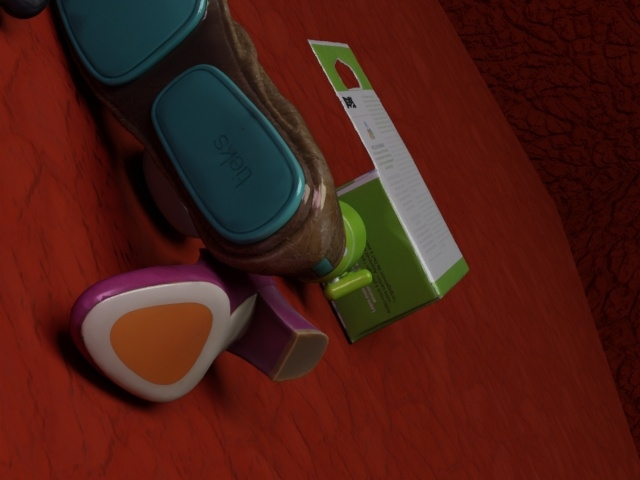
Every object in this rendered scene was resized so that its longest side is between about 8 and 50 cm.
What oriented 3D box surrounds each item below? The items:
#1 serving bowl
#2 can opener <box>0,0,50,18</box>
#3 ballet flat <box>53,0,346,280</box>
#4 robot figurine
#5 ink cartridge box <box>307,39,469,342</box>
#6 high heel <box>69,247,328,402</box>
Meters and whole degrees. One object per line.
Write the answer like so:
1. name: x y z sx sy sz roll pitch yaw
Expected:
1. serving bowl: -0.100 -0.036 1.043 0.083 0.027 0.083 56 16 -25
2. can opener: -0.220 -0.208 0.888 0.186 0.073 0.059 52 57 -31
3. ballet flat: -0.077 -0.100 0.998 0.342 0.116 0.124 54 5 32
4. robot figurine: 0.000 0.000 1.256 0.115 0.067 0.101 -24 92 -76
5. ink cartridge box: 0.030 -0.052 1.402 0.255 0.097 0.189 62 14 0
6. high heel: -0.094 0.032 0.907 0.117 0.082 0.244 36 16 27
